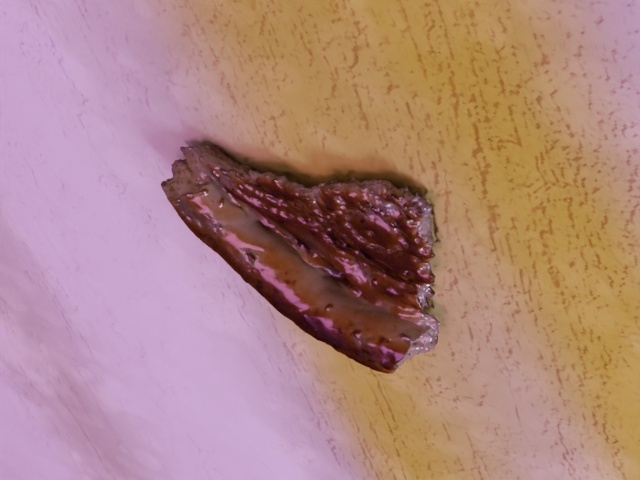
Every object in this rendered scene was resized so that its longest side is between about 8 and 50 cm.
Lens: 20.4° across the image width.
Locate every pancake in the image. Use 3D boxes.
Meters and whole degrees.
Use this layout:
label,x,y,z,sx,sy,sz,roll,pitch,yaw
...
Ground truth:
label,x,y,z,sx,sy,sz,roll,pitch,yaw
pancake,0.000,0.000,1.431,0.266,0.057,0.244,41,151,-6
